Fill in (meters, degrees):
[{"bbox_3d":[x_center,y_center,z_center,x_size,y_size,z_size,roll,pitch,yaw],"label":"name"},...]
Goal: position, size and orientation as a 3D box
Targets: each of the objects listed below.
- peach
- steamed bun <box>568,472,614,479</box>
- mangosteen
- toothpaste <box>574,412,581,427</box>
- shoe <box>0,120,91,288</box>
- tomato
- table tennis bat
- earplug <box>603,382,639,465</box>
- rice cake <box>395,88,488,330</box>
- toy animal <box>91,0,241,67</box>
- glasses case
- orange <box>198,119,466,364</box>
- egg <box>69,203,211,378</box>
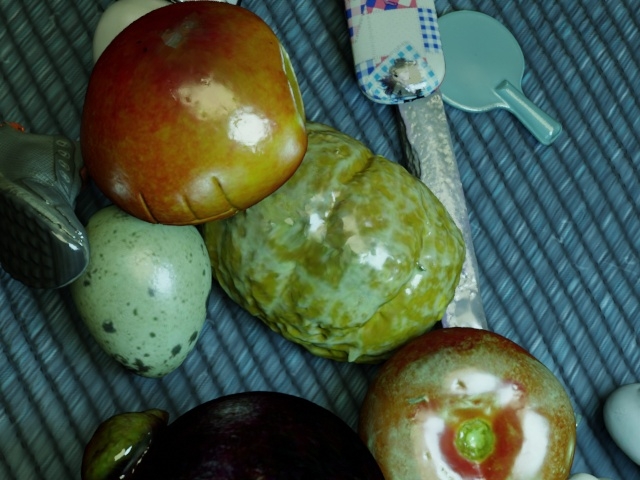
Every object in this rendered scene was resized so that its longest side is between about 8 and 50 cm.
[{"bbox_3d":[-0.160,-0.154,1.565,0.275,0.248,0.245,-21,120,3],"label":"peach"},{"bbox_3d":[0.334,0.394,1.723,0.183,0.106,0.182,2,81,-12],"label":"steamed bun"},{"bbox_3d":[-0.125,0.350,1.518,0.435,0.382,0.382,5,73,19],"label":"mangosteen"},{"bbox_3d":[0.257,0.212,1.791,0.205,0.036,0.056,30,70,-7],"label":"toothpaste"},{"bbox_3d":[-0.339,-0.058,1.635,0.171,0.132,0.336,-23,39,-31],"label":"shoe"},{"bbox_3d":[0.178,0.243,1.665,0.270,0.222,0.270,0,83,-3],"label":"tomato"},{"bbox_3d":[0.247,-0.228,1.898,0.244,0.040,0.153,43,72,5],"label":"table tennis bat"},{"bbox_3d":[0.487,0.329,1.740,0.214,0.175,0.325,-10,70,-60],"label":"earplug"},{"bbox_3d":[0.163,-0.036,1.817,0.070,0.064,0.398,-9,78,-4],"label":"rice cake"},{"bbox_3d":[-0.203,-0.274,1.745,0.187,0.165,0.235,25,66,-34],"label":"toy animal"},{"bbox_3d":[0.094,-0.337,1.850,0.125,0.076,0.327,-8,66,-1],"label":"glasses case"},{"bbox_3d":[0.000,0.000,1.687,0.369,0.210,0.271,33,95,3],"label":"orange"},{"bbox_3d":[-0.221,0.060,1.655,0.177,0.177,0.228,-12,92,-14],"label":"egg"}]
